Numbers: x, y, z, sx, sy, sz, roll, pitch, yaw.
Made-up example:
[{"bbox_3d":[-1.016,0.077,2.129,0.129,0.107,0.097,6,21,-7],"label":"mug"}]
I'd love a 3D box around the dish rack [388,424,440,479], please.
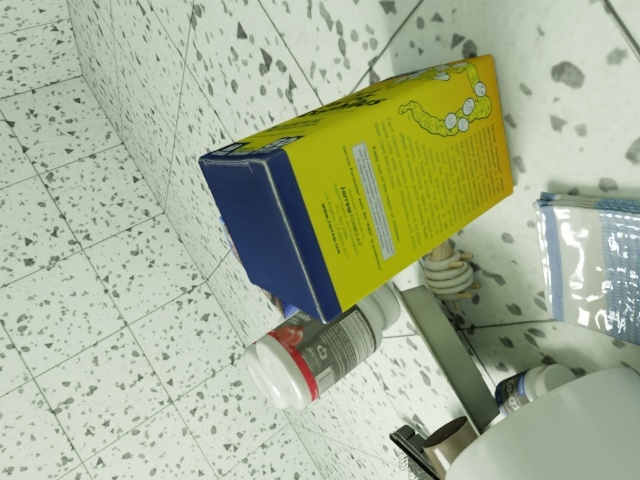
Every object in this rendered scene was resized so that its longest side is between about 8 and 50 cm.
[{"bbox_3d":[0.304,0.674,1.270,0.208,0.074,0.272,32,143,44],"label":"dish rack"}]

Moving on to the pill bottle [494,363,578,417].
[{"bbox_3d":[0.359,0.255,0.729,0.078,0.078,0.137,51,152,17],"label":"pill bottle"}]

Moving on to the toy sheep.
[{"bbox_3d":[0.225,0.063,0.760,0.091,0.091,0.132,7,117,58],"label":"toy sheep"}]

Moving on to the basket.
[{"bbox_3d":[0.344,0.526,0.968,0.227,0.154,0.204,56,156,15],"label":"basket"}]

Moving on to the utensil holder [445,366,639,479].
[{"bbox_3d":[0.369,0.386,0.476,0.328,0.327,0.385,88,162,-44],"label":"utensil holder"}]

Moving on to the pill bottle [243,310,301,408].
[{"bbox_3d":[-0.028,0.279,1.158,0.181,0.323,0.182,42,149,32],"label":"pill bottle"}]

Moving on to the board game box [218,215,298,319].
[{"bbox_3d":[-0.145,0.049,1.294,0.291,0.141,0.232,47,161,24],"label":"board game box"}]

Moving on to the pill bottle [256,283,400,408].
[{"bbox_3d":[0.028,0.216,1.000,0.176,0.318,0.176,41,148,33],"label":"pill bottle"}]

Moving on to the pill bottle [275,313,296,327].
[{"bbox_3d":[-0.061,0.341,1.514,0.208,0.119,0.119,31,142,44],"label":"pill bottle"}]

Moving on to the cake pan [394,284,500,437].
[{"bbox_3d":[0.229,0.203,0.791,0.293,0.054,0.293,59,-174,-11],"label":"cake pan"}]

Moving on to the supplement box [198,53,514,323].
[{"bbox_3d":[0.060,-0.087,0.584,0.194,0.356,0.195,15,130,54],"label":"supplement box"}]

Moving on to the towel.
[{"bbox_3d":[0.395,0.052,0.509,0.285,0.034,0.209,18,133,53],"label":"towel"}]
